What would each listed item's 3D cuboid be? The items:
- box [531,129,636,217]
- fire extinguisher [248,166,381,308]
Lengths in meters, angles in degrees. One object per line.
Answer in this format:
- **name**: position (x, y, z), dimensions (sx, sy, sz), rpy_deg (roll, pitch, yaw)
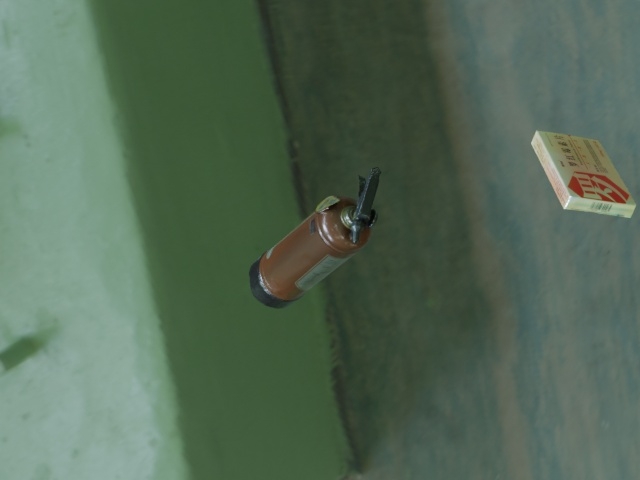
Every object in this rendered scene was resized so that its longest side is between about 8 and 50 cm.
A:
- **box**: position (0.206, -0.053, 1.160), dimensions (0.058, 0.093, 0.015), rpy_deg (6, 125, -17)
- **fire extinguisher**: position (0.000, 0.000, 1.178), dimensions (0.050, 0.062, 0.177), rpy_deg (21, 148, -21)
